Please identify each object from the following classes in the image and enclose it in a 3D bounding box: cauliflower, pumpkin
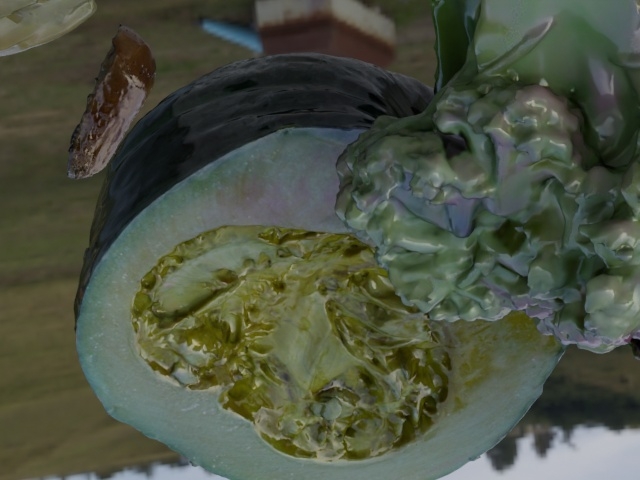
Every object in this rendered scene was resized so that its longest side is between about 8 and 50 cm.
[{"bbox_3d":[0.118,-0.082,0.582,0.256,0.315,0.239,-19,-152,19],"label":"cauliflower"},{"bbox_3d":[0.000,0.000,0.855,0.263,0.293,0.197,-44,-148,20],"label":"pumpkin"}]

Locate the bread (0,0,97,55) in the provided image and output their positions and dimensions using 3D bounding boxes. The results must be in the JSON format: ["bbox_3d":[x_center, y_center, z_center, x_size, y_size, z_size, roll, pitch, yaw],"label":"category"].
[{"bbox_3d":[-0.201,-0.258,0.636,0.314,0.370,0.191,-21,175,-9],"label":"bread"}]

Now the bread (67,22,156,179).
[{"bbox_3d":[-0.164,-0.107,1.079,0.044,0.126,0.129,22,-173,-10],"label":"bread"}]
